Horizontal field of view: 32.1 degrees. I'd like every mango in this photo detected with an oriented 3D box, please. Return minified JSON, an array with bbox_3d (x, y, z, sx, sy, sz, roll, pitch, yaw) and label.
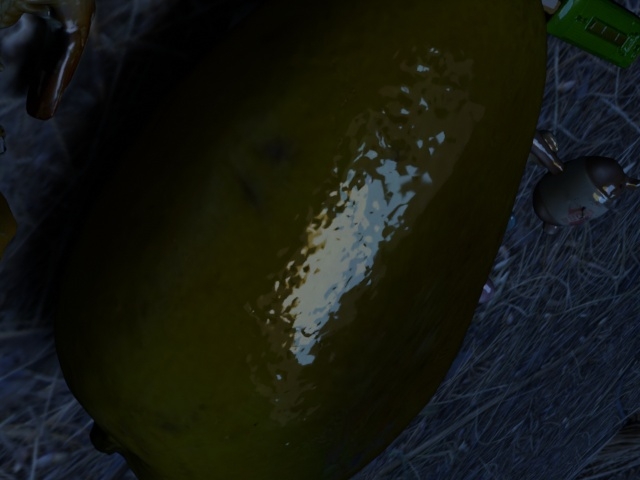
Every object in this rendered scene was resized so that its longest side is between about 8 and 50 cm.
[{"bbox_3d":[0.000,0.000,0.610,0.253,0.182,0.365,4,128,-52],"label":"mango"}]

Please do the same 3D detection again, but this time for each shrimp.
[{"bbox_3d":[-0.141,-0.074,0.483,0.095,0.045,0.162,-47,158,-55],"label":"shrimp"}]

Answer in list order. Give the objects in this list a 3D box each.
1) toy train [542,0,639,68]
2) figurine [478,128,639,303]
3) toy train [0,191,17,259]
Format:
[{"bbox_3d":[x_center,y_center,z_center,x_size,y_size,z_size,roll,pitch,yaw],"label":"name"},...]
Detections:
[{"bbox_3d":[0.201,-0.170,0.847,0.209,0.042,0.044,1,125,-57],"label":"toy train"},{"bbox_3d":[0.108,-0.059,0.755,0.205,0.103,0.260,4,136,-2],"label":"figurine"},{"bbox_3d":[-0.262,-0.011,0.247,0.369,0.163,0.231,-11,149,-50],"label":"toy train"}]
